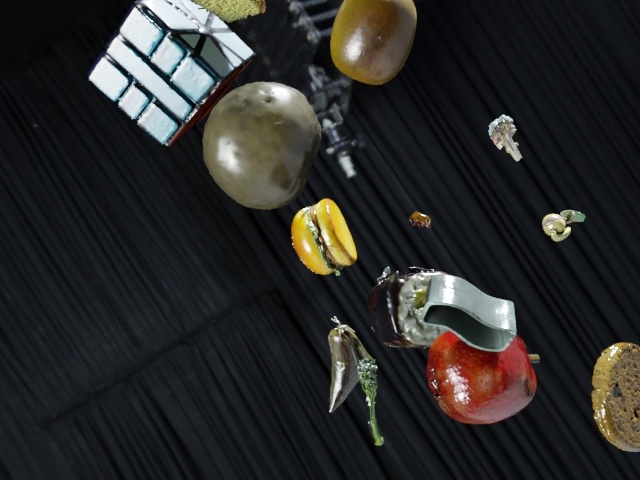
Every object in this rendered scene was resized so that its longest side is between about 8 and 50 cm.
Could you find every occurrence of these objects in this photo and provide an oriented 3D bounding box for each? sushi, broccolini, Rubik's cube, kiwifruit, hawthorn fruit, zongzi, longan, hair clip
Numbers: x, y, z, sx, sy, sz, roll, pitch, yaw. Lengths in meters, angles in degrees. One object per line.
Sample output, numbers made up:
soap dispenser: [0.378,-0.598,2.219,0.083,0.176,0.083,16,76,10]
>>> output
sushi: [0.327,-0.067,1.947,0.099,0.050,0.047,24,86,59]
broccolini: [0.123,0.386,1.378,0.054,0.238,0.051,-6,18,12]
Rubik's cube: [-0.398,-0.478,1.592,0.283,0.288,0.293,-40,16,29]
kiwifruit: [0.129,-0.497,1.392,0.233,0.196,0.196,-66,-15,18]
hawthorn fruit: [0.439,0.347,1.538,0.308,0.265,0.265,-7,-6,-6]
zongzi: [0.043,0.323,1.489,0.084,0.187,0.184,15,57,44]
longan: [-0.208,-0.329,2.001,0.435,0.404,0.404,-64,-14,16]
hair clip: [0.415,-0.237,1.313,0.062,0.056,0.214,-43,-30,13]
sushi: [0.329,0.241,2.048,0.294,0.300,0.281,145,142,-74]

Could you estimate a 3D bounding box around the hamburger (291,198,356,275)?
hamburger: [0.000,-0.002,1.818,0.170,0.245,0.246,-23,-1,14]

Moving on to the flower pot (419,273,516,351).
flower pot: [0.357,0.175,1.417,0.108,0.229,0.103,-70,6,-50]

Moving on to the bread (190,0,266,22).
bread: [-0.247,-0.640,1.447,0.143,0.139,0.229,-17,-4,21]

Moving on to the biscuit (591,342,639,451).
biscuit: [0.841,0.429,1.604,0.296,0.295,0.075,-30,5,-32]

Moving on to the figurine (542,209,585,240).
figurine: [0.722,-0.050,1.729,0.188,0.083,0.083,-14,-14,-43]
